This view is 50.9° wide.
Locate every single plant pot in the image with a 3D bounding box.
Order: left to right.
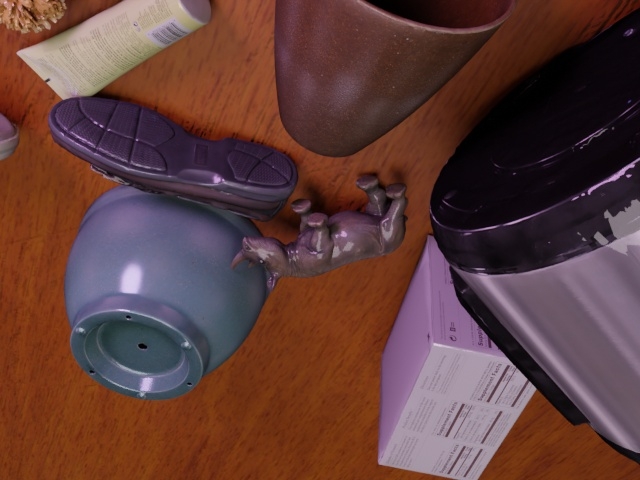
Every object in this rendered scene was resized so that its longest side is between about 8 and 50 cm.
[{"bbox_3d":[-0.223,0.091,0.926,0.293,0.196,0.293,3,129,4],"label":"plant pot"},{"bbox_3d":[0.039,-0.194,0.669,0.216,0.215,0.230,20,143,-8],"label":"plant pot"}]

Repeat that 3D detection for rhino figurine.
[{"bbox_3d":[0.000,0.000,0.868,0.243,0.073,0.106,-19,129,-1],"label":"rhino figurine"}]

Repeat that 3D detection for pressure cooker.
[{"bbox_3d":[0.358,0.024,0.643,0.370,0.375,0.420,-46,106,-8],"label":"pressure cooker"}]

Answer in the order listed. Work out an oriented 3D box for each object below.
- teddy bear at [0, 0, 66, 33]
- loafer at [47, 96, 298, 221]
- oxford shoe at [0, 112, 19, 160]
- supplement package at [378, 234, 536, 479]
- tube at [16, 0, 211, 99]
[{"bbox_3d":[-0.343,-0.357,0.632,0.245,0.113,0.337,-10,127,13],"label":"teddy bear"},{"bbox_3d":[-0.183,-0.087,0.835,0.303,0.109,0.095,15,139,-11],"label":"loafer"},{"bbox_3d":[-0.548,-0.231,0.743,0.449,0.169,0.130,31,107,-16],"label":"oxford shoe"},{"bbox_3d":[0.180,0.163,0.923,0.145,0.204,0.261,12,130,-3],"label":"supplement package"},{"bbox_3d":[-0.234,-0.226,0.762,0.240,0.062,0.070,-19,90,28],"label":"tube"}]
